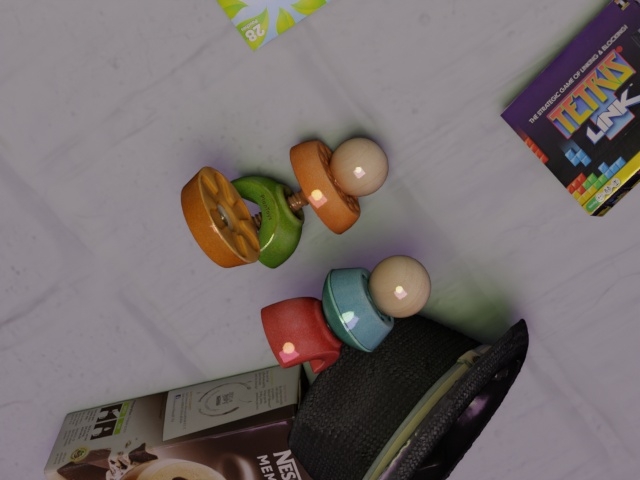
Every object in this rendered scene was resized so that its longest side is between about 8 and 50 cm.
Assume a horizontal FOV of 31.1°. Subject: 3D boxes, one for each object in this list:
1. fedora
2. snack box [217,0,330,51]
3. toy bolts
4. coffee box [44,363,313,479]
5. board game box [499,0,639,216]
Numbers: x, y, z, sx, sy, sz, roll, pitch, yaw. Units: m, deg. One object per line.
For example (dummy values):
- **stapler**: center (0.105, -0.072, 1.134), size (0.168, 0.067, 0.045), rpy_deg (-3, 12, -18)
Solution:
- **fedora**: center (0.075, 0.181, 1.209), size (0.152, 0.334, 0.334), rpy_deg (35, 117, 18)
- **snack box**: center (-0.026, -0.305, 1.060), size (0.207, 0.070, 0.174), rpy_deg (-30, 112, 16)
- **toy bolts**: center (0.000, 0.000, 1.101), size (0.158, 0.218, 0.228), rpy_deg (-28, 76, 17)
- **coffee box**: center (-0.140, 0.266, 1.327), size (0.297, 0.119, 0.168), rpy_deg (-15, 115, 9)
- **board game box**: center (0.282, -0.130, 1.113), size (0.170, 0.048, 0.141), rpy_deg (-47, 70, 21)
